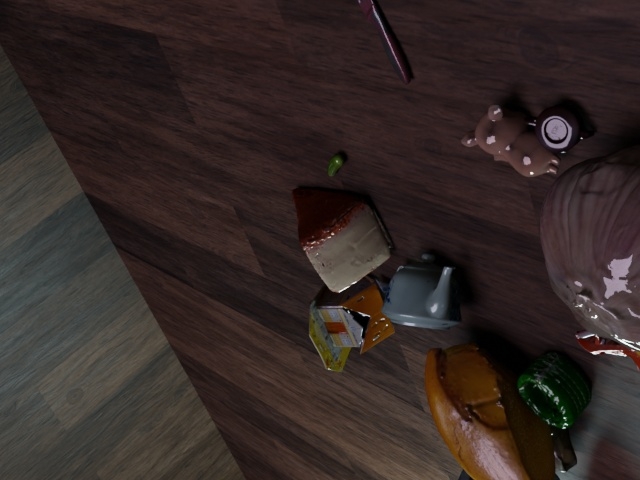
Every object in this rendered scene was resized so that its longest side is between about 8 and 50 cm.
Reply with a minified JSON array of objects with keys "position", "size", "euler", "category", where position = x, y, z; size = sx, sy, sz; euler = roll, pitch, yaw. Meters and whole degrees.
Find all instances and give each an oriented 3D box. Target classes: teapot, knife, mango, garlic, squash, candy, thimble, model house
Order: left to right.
[{"position":[0.028,-0.151,1.916],"size":[0.027,0.027,0.089],"euler":[48,158,2],"category":"squash"},{"position":[0.087,0.184,2.159],"size":[0.136,0.207,0.219],"euler":[-3,127,29],"category":"model house"},{"position":[0.087,-0.360,1.540],"size":[0.035,0.018,0.247],"euler":[6,129,60],"category":"knife"},{"position":[0.172,0.121,2.059],"size":[0.088,0.038,0.136],"euler":[47,166,-30],"category":"candy"},{"position":[0.201,0.095,1.872],"size":[0.159,0.159,0.232],"euler":[55,165,-12],"category":"teapot"},{"position":[0.338,0.352,1.869],"size":[0.199,0.201,0.350],"euler":[106,142,-59],"category":"mango"},{"position":[0.434,0.276,1.784],"size":[0.118,0.090,0.130],"euler":[17,140,51],"category":"thimble"},{"position":[0.340,-0.162,1.369],"size":[0.100,0.045,0.067],"euler":[20,117,28],"category":"teapot"},{"position":[0.423,0.021,1.246],"size":[0.317,0.259,0.317],"euler":[34,147,26],"category":"garlic"}]

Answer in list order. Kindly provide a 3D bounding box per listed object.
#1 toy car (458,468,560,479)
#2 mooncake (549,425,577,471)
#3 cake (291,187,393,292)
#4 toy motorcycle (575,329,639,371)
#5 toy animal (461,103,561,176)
[{"position":[0.403,0.551,2.058],"size":[0.212,0.270,0.180],"euler":[-2,132,36],"category":"toy car"},{"position":[0.454,0.393,1.935],"size":[0.125,0.073,0.130],"euler":[15,136,47],"category":"mooncake"},{"position":[0.000,0.000,2.017],"size":[0.262,0.159,0.158],"euler":[12,140,54],"category":"cake"},{"position":[0.520,0.157,1.475],"size":[0.298,0.089,0.171],"euler":[26,148,40],"category":"toy motorcycle"},{"position":[0.292,-0.147,1.429],"size":[0.150,0.083,0.089],"euler":[31,-167,15],"category":"toy animal"}]
